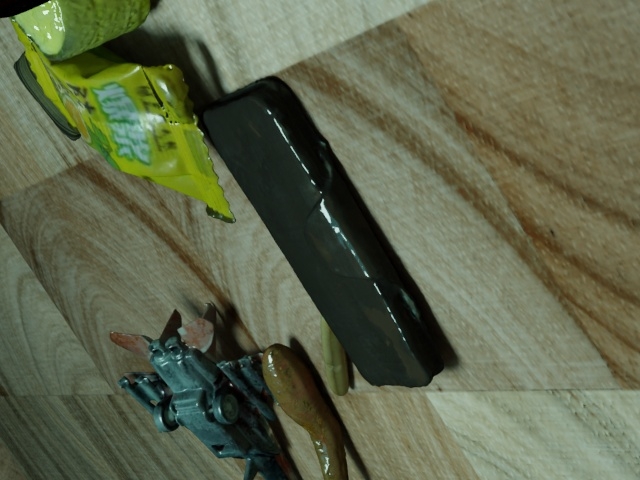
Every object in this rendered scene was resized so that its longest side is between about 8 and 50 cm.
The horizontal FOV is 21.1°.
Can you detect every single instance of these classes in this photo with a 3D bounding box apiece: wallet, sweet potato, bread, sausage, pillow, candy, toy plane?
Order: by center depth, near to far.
[{"bbox_3d":[0.000,0.000,1.553,0.309,0.042,0.165,59,160,-10],"label":"wallet"},{"bbox_3d":[-0.222,-0.238,1.558,0.129,0.114,0.111,45,150,13],"label":"bread"},{"bbox_3d":[-0.202,-0.130,1.677,0.297,0.081,0.187,25,149,44],"label":"candy"},{"bbox_3d":[0.014,0.113,1.709,0.024,0.024,0.132,39,153,31],"label":"sausage"},{"bbox_3d":[-0.268,-0.175,1.830,0.113,0.038,0.203,50,156,-7],"label":"pillow"},{"bbox_3d":[-0.007,0.197,1.836,0.050,0.050,0.214,10,130,60],"label":"sweet potato"},{"bbox_3d":[-0.105,0.212,1.985,0.223,0.104,0.326,-11,121,35],"label":"toy plane"}]

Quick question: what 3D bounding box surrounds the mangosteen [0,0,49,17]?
[{"bbox_3d":[-0.293,-0.326,1.375,0.297,0.297,0.313,84,175,-51],"label":"mangosteen"}]
